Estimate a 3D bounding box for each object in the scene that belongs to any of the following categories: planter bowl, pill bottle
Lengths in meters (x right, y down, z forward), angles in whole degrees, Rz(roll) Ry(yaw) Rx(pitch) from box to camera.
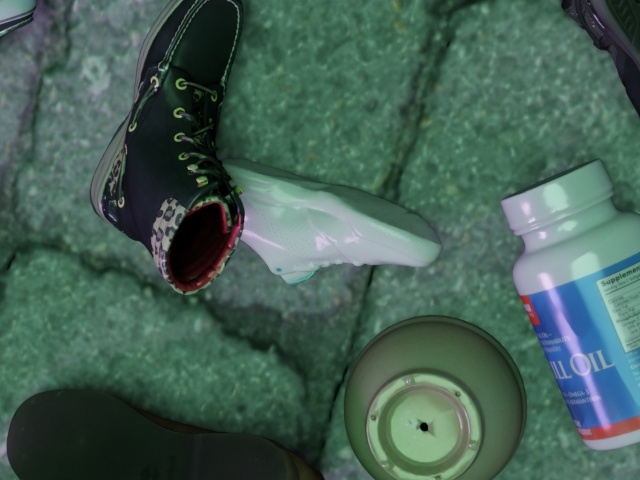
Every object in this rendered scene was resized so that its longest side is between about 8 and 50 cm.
[{"bbox_3d":[0.093,0.152,1.458,0.162,0.109,0.162,1,96,9],"label":"planter bowl"},{"bbox_3d":[0.233,0.051,1.418,0.124,0.124,0.222,-24,91,10],"label":"pill bottle"}]

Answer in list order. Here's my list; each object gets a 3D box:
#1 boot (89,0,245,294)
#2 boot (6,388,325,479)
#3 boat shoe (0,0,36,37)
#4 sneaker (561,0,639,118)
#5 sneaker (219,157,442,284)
[{"bbox_3d":[-0.101,-0.086,1.428,0.085,0.178,0.236,17,107,-33],"label":"boot"},{"bbox_3d":[-0.138,0.202,1.507,0.305,0.115,0.112,8,84,28],"label":"boot"},{"bbox_3d":[-0.346,-0.156,1.517,0.228,0.080,0.076,-22,109,7],"label":"boat shoe"},{"bbox_3d":[0.272,-0.161,1.419,0.087,0.130,0.227,-32,118,6],"label":"sneaker"},{"bbox_3d":[0.000,0.000,1.480,0.212,0.080,0.094,18,103,17],"label":"sneaker"}]
